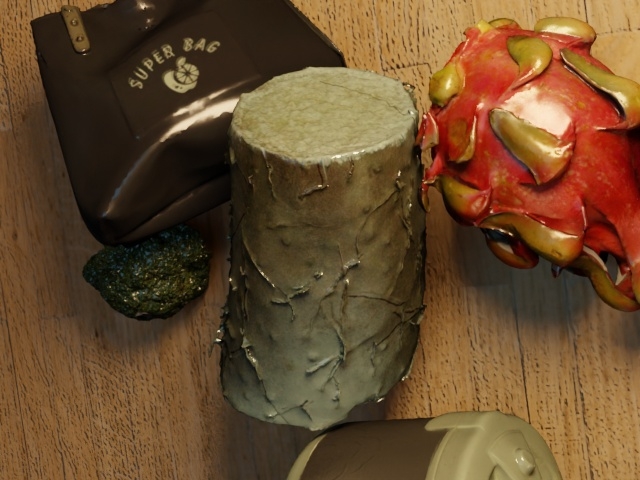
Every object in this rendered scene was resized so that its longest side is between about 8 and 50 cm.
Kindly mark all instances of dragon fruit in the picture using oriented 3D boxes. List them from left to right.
[{"bbox_3d":[0.229,-0.076,1.629,0.243,0.227,0.307,-2,109,34],"label":"dragon fruit"}]

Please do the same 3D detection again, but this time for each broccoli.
[{"bbox_3d":[-0.201,0.027,1.966,0.162,0.145,0.138,-36,44,49],"label":"broccoli"}]

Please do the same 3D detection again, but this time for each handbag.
[{"bbox_3d":[-0.157,-0.185,1.839,0.342,0.152,0.288,-28,70,-9],"label":"handbag"}]

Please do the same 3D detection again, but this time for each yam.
[{"bbox_3d":[0.000,0.000,1.718,0.241,0.241,0.348,25,133,27],"label":"yam"}]

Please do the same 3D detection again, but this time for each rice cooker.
[{"bbox_3d":[0.119,0.323,1.718,0.277,0.288,0.288,-6,94,33],"label":"rice cooker"}]
